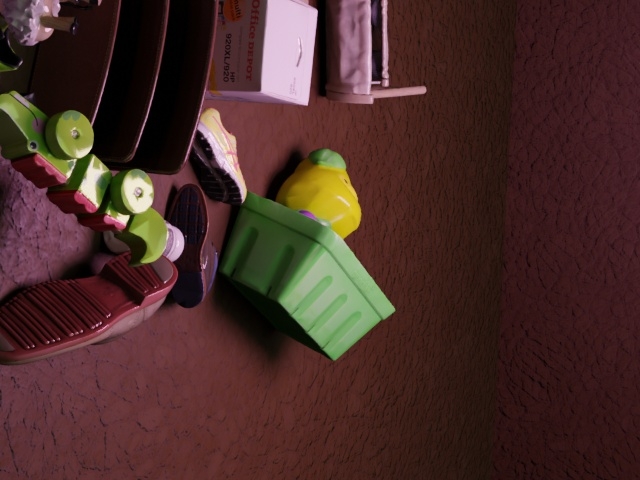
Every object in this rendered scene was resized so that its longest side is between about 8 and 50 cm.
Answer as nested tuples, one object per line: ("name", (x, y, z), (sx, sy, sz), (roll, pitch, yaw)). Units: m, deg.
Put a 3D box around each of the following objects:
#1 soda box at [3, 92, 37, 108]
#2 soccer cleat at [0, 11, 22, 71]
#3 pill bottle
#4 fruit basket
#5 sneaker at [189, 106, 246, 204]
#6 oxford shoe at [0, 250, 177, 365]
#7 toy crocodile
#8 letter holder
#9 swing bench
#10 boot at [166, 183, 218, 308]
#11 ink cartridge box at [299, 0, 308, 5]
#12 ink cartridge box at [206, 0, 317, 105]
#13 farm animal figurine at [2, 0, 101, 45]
("soda box", (-0.459, -0.156, 1.561), (0.169, 0.060, 0.053), (-38, 125, -54))
("soccer cleat", (-0.454, -0.303, 1.528), (0.060, 0.072, 0.178), (-60, 144, -38))
("pill bottle", (-0.290, -0.005, 1.897), (0.137, 0.078, 0.078), (22, 76, -61))
("fruit basket", (0.000, 0.000, 2.287), (0.392, 0.283, 0.392), (-32, 134, -39))
("sneaker", (-0.177, -0.153, 2.080), (0.094, 0.082, 0.208), (-63, 146, -38))
("oxford shoe", (-0.364, 0.129, 1.745), (0.348, 0.123, 0.130), (-22, 148, -44))
("toy crocodile", (-0.338, -0.084, 1.575), (0.340, 0.115, 0.105), (46, 50, -41))
("letter holder", (-0.289, -0.262, 1.697), (0.152, 0.215, 0.301), (23, 75, -62))
("swing bench", (0.100, -0.435, 2.468), (0.255, 0.165, 0.253), (-18, 112, -54))
("boot", (-0.230, 0.010, 2.048), (0.106, 0.082, 0.219), (12, 80, -84))
("ink cartridge box", (-0.116, -0.375, 2.143), (0.235, 0.088, 0.193), (-6, 100, -63))
("ink cartridge box", (-0.148, -0.325, 1.932), (0.168, 0.233, 0.171), (0, 95, -63))
("farm animal figurine", (-0.369, -0.464, 1.544), (0.330, 0.172, 0.326), (-75, 175, -59))
